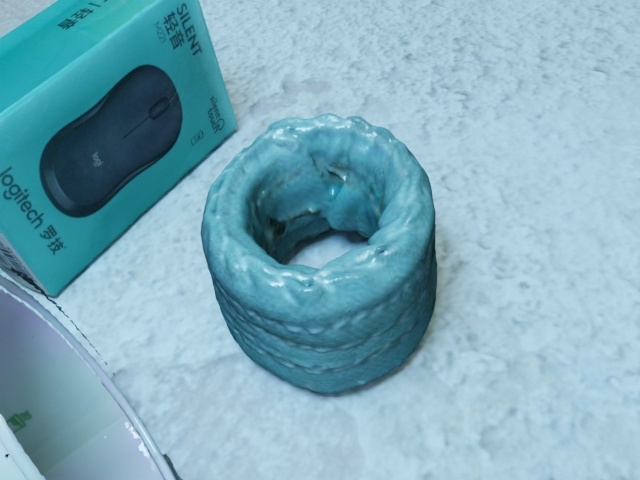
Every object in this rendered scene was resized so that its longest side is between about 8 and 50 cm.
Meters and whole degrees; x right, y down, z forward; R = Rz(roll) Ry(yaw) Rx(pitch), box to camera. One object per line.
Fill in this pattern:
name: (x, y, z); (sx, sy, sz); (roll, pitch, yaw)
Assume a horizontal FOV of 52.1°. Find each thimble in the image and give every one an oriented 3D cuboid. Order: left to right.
thimble: (0.000, 0.000, 0.572); (0.198, 0.143, 0.235); (-11, 47, 0)

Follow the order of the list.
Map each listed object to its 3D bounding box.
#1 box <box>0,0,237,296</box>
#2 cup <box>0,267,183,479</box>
box: (-0.240, -0.123, 0.682); (0.118, 0.205, 0.311); (25, 58, 26)
cup: (-0.246, 0.190, 0.404); (0.274, 0.253, 0.253); (-37, 52, -9)
